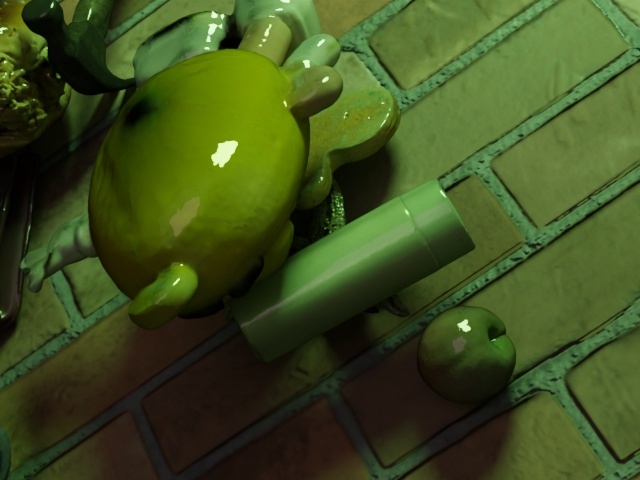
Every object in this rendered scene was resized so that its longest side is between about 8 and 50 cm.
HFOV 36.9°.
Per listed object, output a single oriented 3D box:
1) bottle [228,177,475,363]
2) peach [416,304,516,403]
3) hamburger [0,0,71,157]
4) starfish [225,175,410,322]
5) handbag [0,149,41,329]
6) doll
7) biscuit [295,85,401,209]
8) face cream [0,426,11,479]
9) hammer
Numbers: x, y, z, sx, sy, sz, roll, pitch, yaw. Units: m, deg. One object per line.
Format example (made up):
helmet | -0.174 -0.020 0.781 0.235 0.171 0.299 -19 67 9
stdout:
bottle | 0.025 0.025 0.805 0.201 0.072 0.072 -29 62 4
peach | 0.118 0.094 0.794 0.083 0.083 0.083 -7 67 18
hamburger | -0.390 -0.171 1.004 0.243 0.146 0.286 -25 37 -19
starfish | 0.000 0.000 0.890 0.208 0.053 0.176 -1 65 18
handbag | -0.409 -0.003 1.035 0.203 0.074 0.216 -6 66 18
doll | -0.119 -0.089 0.863 0.348 0.161 0.423 -7 46 48
biscuit | -0.031 -0.078 0.923 0.234 0.030 0.153 -25 44 10
face cream | -0.479 0.198 0.896 0.420 0.137 0.235 -1 98 19
hammer | -0.219 -0.356 1.074 0.044 0.168 0.440 -1 61 19
